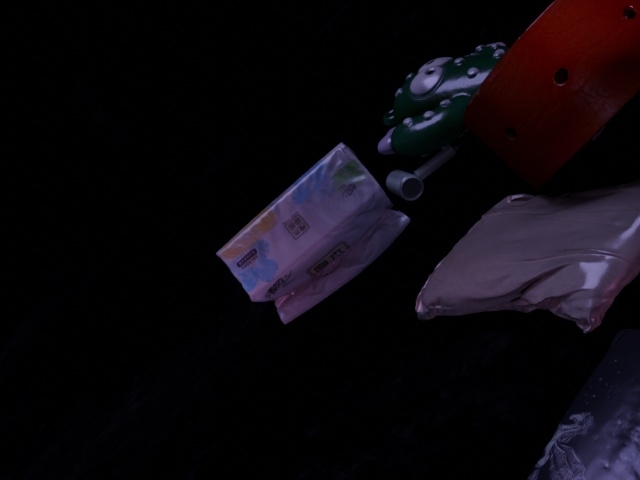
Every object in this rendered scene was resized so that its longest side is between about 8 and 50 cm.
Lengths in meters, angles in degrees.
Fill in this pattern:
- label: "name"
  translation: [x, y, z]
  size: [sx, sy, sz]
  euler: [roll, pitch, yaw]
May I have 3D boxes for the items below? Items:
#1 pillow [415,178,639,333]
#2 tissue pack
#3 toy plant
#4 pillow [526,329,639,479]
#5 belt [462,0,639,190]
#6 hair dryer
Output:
- label: "pillow"
  translation: [0.213, 0.014, 0.745]
  size: [0.173, 0.067, 0.270]
  euler: [-50, 19, -19]
- label: "tissue pack"
  translation: [0.000, 0.000, 1.088]
  size: [0.229, 0.145, 0.159]
  euler: [-40, -11, 5]
- label: "toy plant"
  translation: [0.193, -0.212, 1.153]
  size: [0.243, 0.113, 0.233]
  euler: [-25, 24, 18]
- label: "pillow"
  translation: [0.208, 0.149, 0.514]
  size: [0.208, 0.055, 0.141]
  euler: [-50, 29, -19]
- label: "belt"
  translation: [0.262, -0.164, 0.787]
  size: [0.227, 0.115, 0.324]
  euler: [-45, -7, 16]
- label: "hair dryer"
  translation: [0.156, -0.108, 1.133]
  size: [0.124, 0.038, 0.063]
  euler: [-38, 21, -4]
